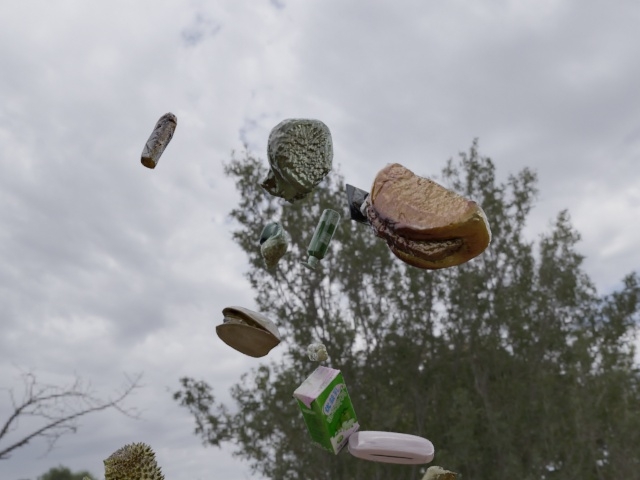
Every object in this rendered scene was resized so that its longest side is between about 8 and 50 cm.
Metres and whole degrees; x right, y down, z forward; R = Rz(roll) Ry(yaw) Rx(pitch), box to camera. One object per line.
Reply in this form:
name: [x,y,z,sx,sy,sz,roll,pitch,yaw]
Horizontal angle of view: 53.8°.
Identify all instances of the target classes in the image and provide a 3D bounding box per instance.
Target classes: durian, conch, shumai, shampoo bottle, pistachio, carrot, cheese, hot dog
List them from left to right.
durian: [-0.377,0.499,1.244,0.137,0.194,0.237,29,10,6]
carrot: [-0.510,-0.317,1.991,0.068,0.229,0.069,8,-39,7]
pistachio: [-0.210,0.265,1.844,0.131,0.130,0.206,-23,-44,40]
conch: [-0.181,0.015,2.497,0.116,0.173,0.106,-8,-16,19]
shumai: [-0.092,-0.263,1.982,0.225,0.261,0.221,26,-18,-30]
cheese: [-0.013,0.390,2.206,0.043,0.065,0.194,-18,-5,-12]
shampoo bottle: [0.000,0.000,2.022,0.065,0.205,0.065,20,-19,7]
hot dog: [0.286,-0.054,1.854,0.223,0.405,0.185,-48,-40,-9]

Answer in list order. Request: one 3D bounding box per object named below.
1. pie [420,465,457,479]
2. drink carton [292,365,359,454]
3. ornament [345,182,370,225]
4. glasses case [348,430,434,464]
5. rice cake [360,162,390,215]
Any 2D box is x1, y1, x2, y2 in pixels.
pie: [0.286,0.758,1.724,0.128,0.283,0.068,28,-11,-35]
drink carton: [0.021,0.595,2.197,0.108,0.271,0.161,3,30,40]
ornament: [0.226,-0.161,2.378,0.166,0.153,0.196,17,-31,-41]
glasses case: [0.242,0.714,2.176,0.296,0.075,0.113,4,14,3]
rice cake: [0.199,-0.180,2.214,0.036,0.207,0.047,30,1,-9]
